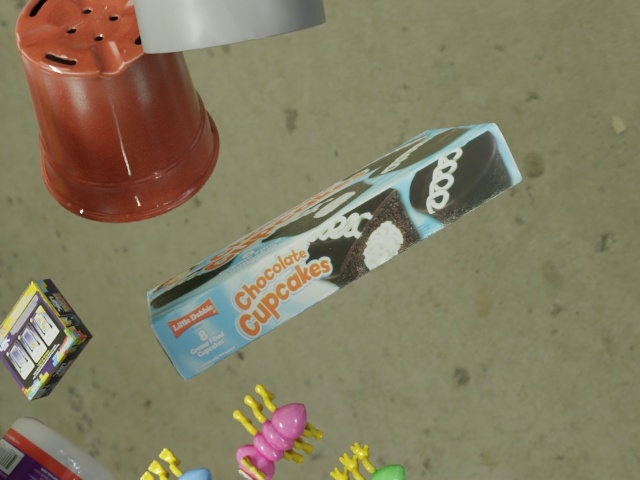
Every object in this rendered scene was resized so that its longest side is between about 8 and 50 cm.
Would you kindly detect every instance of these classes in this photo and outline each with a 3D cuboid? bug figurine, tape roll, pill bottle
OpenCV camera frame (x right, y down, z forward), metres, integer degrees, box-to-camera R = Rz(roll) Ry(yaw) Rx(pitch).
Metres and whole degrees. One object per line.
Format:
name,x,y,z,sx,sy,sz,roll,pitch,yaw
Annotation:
bug figurine,-0.033,0.273,0.947,0.279,0.072,0.216,34,92,-5
tape roll,-0.107,-0.274,1.137,0.219,0.219,0.072,4,111,40
pill bottle,-0.451,0.424,1.371,0.182,0.323,0.181,31,160,13

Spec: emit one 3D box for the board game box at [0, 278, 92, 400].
board game box,-0.496,0.175,1.713,0.141,0.048,0.170,50,117,18

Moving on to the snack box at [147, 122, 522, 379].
snack box,0.000,0.000,0.857,0.060,0.322,0.187,61,173,-9

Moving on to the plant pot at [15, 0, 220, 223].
plant pot,-0.293,-0.210,1.358,0.272,0.272,0.265,35,153,24
